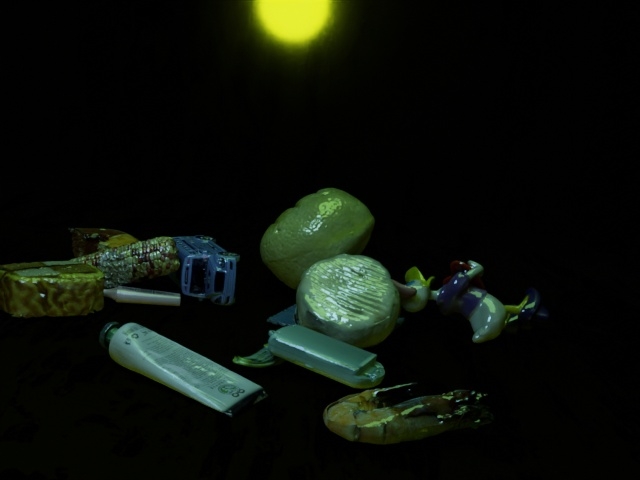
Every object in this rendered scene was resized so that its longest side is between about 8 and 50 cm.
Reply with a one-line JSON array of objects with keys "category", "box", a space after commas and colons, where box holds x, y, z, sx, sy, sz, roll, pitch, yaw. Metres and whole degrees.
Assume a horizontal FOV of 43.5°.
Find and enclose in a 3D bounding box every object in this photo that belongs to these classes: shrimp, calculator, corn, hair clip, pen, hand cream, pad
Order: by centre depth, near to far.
[{"category": "shrimp", "box": [0.139, 0.289, 1.358, 0.289, 0.075, 0.178, -10, 14, -17]}, {"category": "hand cream", "box": [-0.257, 0.227, 1.433, 0.336, 0.076, 0.121, 20, 21, 26]}, {"category": "hair clip", "box": [-0.113, 0.229, 1.555, 0.060, 0.033, 0.188, 14, 7, 24]}, {"category": "calculator", "box": [0.008, 0.221, 1.559, 0.246, 0.045, 0.141, 20, 11, 17]}, {"category": "pen", "box": [-0.426, 0.128, 1.867, 0.197, 0.032, 0.053, 6, 12, -14]}, {"category": "corn", "box": [-0.477, 0.059, 1.900, 0.289, 0.098, 0.098, -12, 14, -5]}, {"category": "pad", "box": [0.043, 0.190, 1.906, 0.269, 0.012, 0.269, 11, 12, 22]}]

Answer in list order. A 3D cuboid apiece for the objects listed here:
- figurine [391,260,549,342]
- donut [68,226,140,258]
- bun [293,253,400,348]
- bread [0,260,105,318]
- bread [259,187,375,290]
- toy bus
[{"category": "figurine", "box": [0.331, 0.154, 1.927, 0.421, 0.154, 0.193, 18, 49, -3]}, {"category": "donut", "box": [-0.568, 0.028, 2.146, 0.141, 0.085, 0.217, -2, 16, -41]}, {"category": "bun", "box": [0.055, 0.146, 1.739, 0.239, 0.141, 0.239, -1, 44, 1]}, {"category": "bread", "box": [-0.591, 0.102, 1.741, 0.222, 0.096, 0.181, -2, 12, -38]}, {"category": "bread", "box": [-0.009, -0.007, 2.126, 0.237, 0.320, 0.320, 38, 10, -5]}, {"category": "toy bus", "box": [-0.301, 0.069, 2.001, 0.133, 0.125, 0.292, 1, 12, -25]}]
